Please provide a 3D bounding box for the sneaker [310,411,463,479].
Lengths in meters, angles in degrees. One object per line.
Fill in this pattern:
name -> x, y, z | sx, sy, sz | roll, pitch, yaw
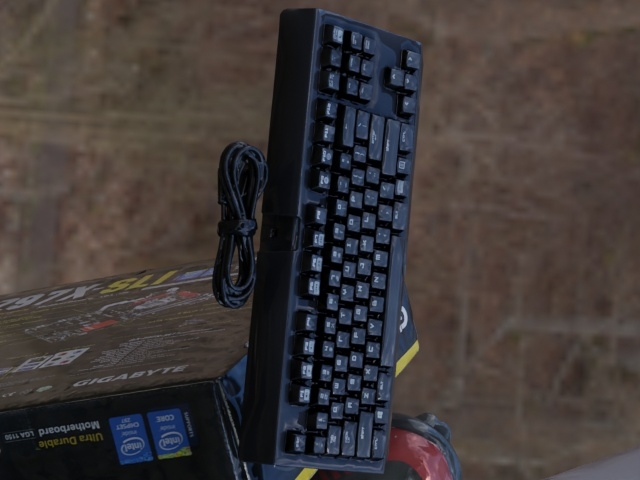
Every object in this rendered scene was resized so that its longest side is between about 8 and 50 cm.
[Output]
sneaker -> -0.025, 0.208, 1.033 | 0.276, 0.097, 0.135 | -48, 180, 16

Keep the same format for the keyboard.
keyboard -> 0.000, 0.000, 0.769 | 0.023, 0.108, 0.180 | -2, -99, 47

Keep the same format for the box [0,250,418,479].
box -> -0.139, 0.083, 0.964 | 0.257, 0.322, 0.079 | -37, 115, -68

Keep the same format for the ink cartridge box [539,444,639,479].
ink cartridge box -> 0.130, 0.131, 0.448 | 0.128, 0.127, 0.176 | -7, 91, -54
